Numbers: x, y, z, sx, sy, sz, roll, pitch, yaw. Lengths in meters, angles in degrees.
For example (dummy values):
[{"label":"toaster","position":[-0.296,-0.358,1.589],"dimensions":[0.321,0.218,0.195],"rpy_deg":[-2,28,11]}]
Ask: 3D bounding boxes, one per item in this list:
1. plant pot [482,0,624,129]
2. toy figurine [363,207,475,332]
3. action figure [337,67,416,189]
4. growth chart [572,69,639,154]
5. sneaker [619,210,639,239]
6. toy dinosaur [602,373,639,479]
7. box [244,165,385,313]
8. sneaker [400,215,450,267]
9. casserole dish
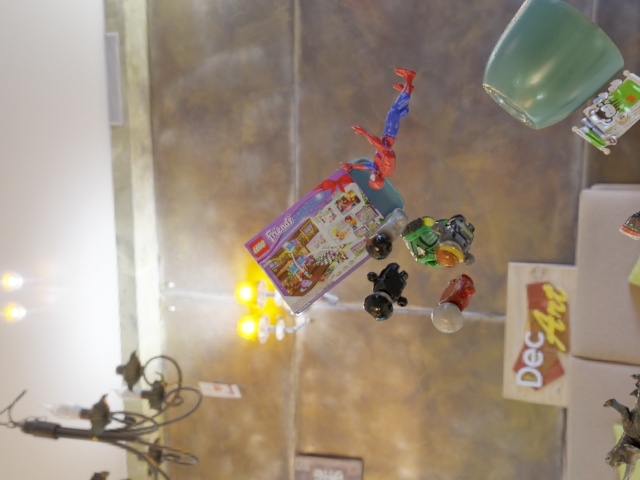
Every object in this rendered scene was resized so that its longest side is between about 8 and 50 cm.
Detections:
[{"label":"plant pot","position":[0.549,-0.423,1.543],"dimensions":[0.235,0.293,0.293],"rpy_deg":[-50,-7,12]},{"label":"toy figurine","position":[0.185,0.056,1.166],"dimensions":[0.148,0.212,0.210],"rpy_deg":[-51,-35,-49]},{"label":"action figure","position":[0.117,-0.242,1.355],"dimensions":[0.091,0.138,0.281],"rpy_deg":[76,-155,-68]},{"label":"growth chart","position":[0.822,-0.361,1.728],"dimensions":[0.021,0.237,0.172],"rpy_deg":[37,-170,-41]},{"label":"sneaker","position":[0.760,-0.038,1.460],"dimensions":[0.157,0.061,0.065],"rpy_deg":[-4,-58,-51]},{"label":"toy dinosaur","position":[0.710,0.380,1.324],"dimensions":[0.314,0.120,0.160],"rpy_deg":[101,152,-48]},{"label":"box","position":[0.000,0.000,1.410],"dimensions":[0.201,0.293,0.057],"rpy_deg":[53,-177,13]},{"label":"sneaker","position":[0.347,0.020,1.914],"dimensions":[0.343,0.134,0.146],"rpy_deg":[1,-114,-58]},{"label":"casserole dish","position":[0.123,-0.109,1.457],"dimensions":[0.188,0.114,0.037],"rpy_deg":[51,-151,10]}]
